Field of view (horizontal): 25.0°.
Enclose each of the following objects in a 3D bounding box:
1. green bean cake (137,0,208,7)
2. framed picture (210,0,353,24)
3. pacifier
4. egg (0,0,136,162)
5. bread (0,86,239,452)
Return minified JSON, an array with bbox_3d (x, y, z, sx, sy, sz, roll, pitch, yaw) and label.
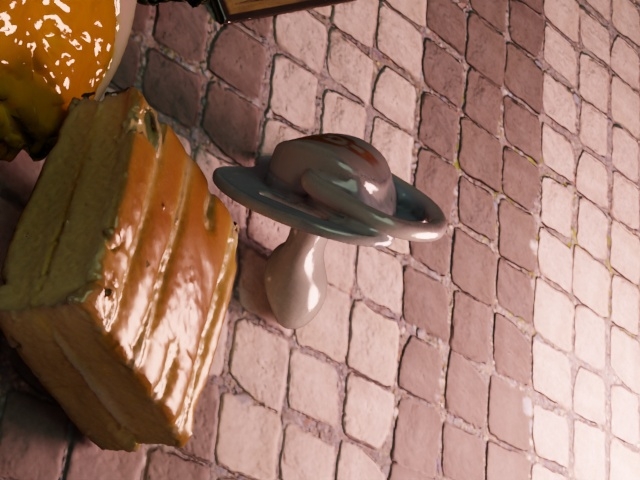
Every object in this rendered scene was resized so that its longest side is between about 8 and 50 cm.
[{"bbox_3d":[-0.148,-0.379,1.420,0.132,0.241,0.255,-4,78,-16],"label":"green bean cake"},{"bbox_3d":[-0.089,-0.426,1.680,0.265,0.016,0.347,-20,89,-49],"label":"framed picture"},{"bbox_3d":[0.000,0.000,1.497,0.227,0.207,0.279,26,16,14],"label":"pacifier"},{"bbox_3d":[-0.288,-0.221,1.273,0.264,0.174,0.286,-58,151,-32],"label":"egg"},{"bbox_3d":[-0.171,0.024,1.279,0.239,0.111,0.246,64,31,-49],"label":"bread"}]
